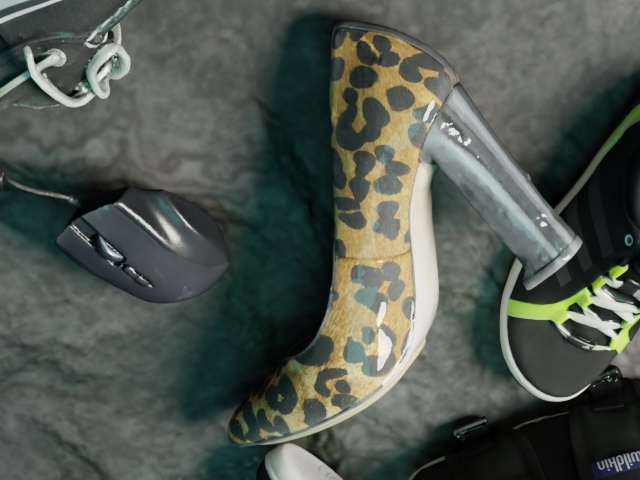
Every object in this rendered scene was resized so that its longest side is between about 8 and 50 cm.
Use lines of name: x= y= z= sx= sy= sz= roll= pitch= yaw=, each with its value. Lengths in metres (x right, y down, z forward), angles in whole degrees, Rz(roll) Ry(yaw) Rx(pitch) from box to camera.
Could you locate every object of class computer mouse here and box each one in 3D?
computer mouse: x=-0.142 y=-0.013 z=0.988 sx=0.071 sy=0.041 sz=0.242 roll=-28 pitch=143 yaw=35

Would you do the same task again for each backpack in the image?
backpack: x=0.176 y=0.228 z=1.068 sx=0.225 sy=0.253 sz=0.191 roll=-20 pitch=117 yaw=5

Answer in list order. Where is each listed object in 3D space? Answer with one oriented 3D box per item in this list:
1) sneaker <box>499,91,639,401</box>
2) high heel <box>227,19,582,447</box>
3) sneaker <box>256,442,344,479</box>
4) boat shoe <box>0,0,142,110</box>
sneaker: x=0.176 y=0.006 z=1.043 sx=0.084 sy=0.097 sz=0.235 roll=19 pitch=114 yaw=-13
high heel: x=0.000 y=0.000 z=1.051 sx=0.261 sy=0.093 sz=0.186 roll=-37 pitch=96 yaw=23
sneaker: x=-0.003 y=0.237 z=1.155 sx=0.121 sy=0.079 sz=0.217 roll=-35 pitch=116 yaw=11
boat shoe: x=-0.154 y=-0.117 z=0.948 sx=0.306 sy=0.113 sz=0.105 roll=-27 pitch=122 yaw=12
